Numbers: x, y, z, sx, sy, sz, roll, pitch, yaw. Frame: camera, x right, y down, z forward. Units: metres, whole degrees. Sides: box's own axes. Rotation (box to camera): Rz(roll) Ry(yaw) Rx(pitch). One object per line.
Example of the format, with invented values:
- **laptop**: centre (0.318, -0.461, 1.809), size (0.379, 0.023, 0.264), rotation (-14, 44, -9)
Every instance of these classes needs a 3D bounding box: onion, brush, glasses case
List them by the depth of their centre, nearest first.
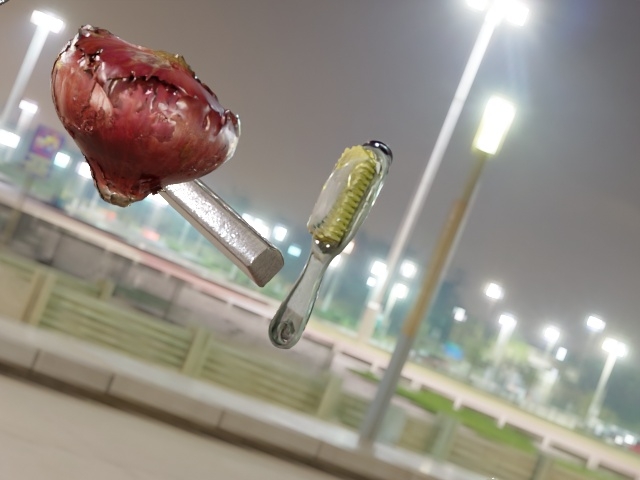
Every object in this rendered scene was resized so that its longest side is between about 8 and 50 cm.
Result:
- **onion**: centre (-0.166, -0.103, 1.246), size (0.184, 0.147, 0.184), rotation (23, -4, 2)
- **glasses case**: centre (-0.131, -0.031, 1.661), size (0.205, 0.047, 0.071), rotation (42, -9, 25)
- **brush**: centre (0.000, 0.000, 1.764), size (0.068, 0.297, 0.060), rotation (25, 0, 37)

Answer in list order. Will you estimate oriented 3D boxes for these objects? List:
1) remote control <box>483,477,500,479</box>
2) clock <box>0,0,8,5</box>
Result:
- **remote control**: centre (0.170, 0.380, 1.805), size (0.038, 0.098, 0.233), rotation (-12, -14, -42)
- **clock**: centre (-0.338, -0.306, 1.221), size (0.226, 0.226, 0.049), rotation (21, 23, 15)
